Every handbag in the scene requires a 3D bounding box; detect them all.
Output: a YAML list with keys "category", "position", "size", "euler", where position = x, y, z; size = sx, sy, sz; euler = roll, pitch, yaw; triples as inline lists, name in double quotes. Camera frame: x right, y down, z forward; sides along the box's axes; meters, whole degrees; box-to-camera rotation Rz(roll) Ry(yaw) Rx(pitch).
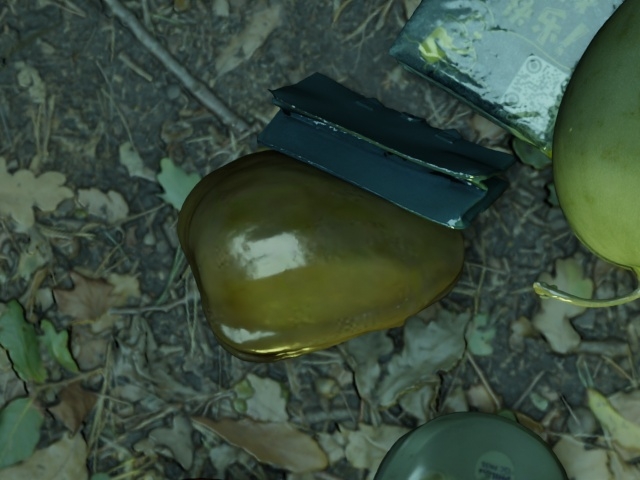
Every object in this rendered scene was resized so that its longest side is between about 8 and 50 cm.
- category: "handbag"
  position: [0.064, -0.090, 1.472]
  size: [0.221, 0.144, 0.057]
  euler: [23, 114, 15]

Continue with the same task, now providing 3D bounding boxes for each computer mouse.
- category: "computer mouse"
  position: [0.117, 0.319, 1.455]
  size: [0.197, 0.095, 0.330]
  euler: [16, 93, -9]

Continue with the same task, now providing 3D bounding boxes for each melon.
- category: "melon"
  position: [0.331, -0.095, 1.354]
  size: [0.272, 0.272, 0.307]
  euler: [6, 102, 13]

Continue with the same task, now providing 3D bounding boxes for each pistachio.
- category: "pistachio"
  position: [0.000, 0.000, 1.476]
  size: [0.261, 0.163, 0.212]
  euler: [-9, 69, -6]

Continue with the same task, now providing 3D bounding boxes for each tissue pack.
- category: "tissue pack"
  position: [0.210, -0.232, 1.479]
  size: [0.185, 0.081, 0.257]
  euler: [33, 94, 12]

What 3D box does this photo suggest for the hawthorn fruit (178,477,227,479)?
- category: "hawthorn fruit"
  position: [-0.084, 0.336, 1.452]
  size: [0.253, 0.205, 0.205]
  euler: [28, 93, -9]
